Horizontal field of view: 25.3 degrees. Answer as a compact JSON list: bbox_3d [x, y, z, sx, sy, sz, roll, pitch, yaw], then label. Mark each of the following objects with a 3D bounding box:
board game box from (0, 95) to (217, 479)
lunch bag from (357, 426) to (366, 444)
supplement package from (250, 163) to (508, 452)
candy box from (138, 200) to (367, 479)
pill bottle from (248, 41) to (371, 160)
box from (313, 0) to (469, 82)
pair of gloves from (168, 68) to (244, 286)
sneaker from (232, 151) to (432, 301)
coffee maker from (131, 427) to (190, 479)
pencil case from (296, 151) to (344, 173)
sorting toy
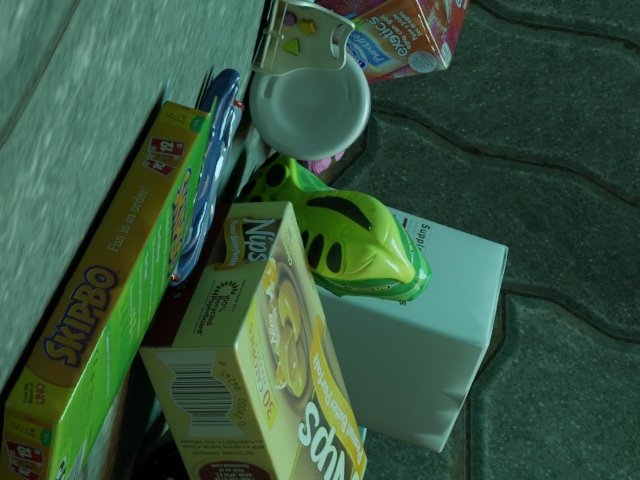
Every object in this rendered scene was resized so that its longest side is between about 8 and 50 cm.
[{"bbox_3d":[-0.114,0.034,0.791,0.124,0.039,0.259,108,4,-45],"label":"board game box"},{"bbox_3d":[-0.057,0.248,1.787,0.262,0.223,0.160,102,1,-61],"label":"lunch bag"},{"bbox_3d":[0.031,0.073,1.554,0.175,0.293,0.177,-69,178,-50],"label":"supplement package"},{"bbox_3d":[-0.047,0.145,1.215,0.183,0.088,0.316,-69,152,-48],"label":"candy box"},{"bbox_3d":[-0.006,-0.129,1.327,0.180,0.108,0.108,-61,169,-84],"label":"pill bottle"},{"bbox_3d":[0.089,-0.301,1.588,0.122,0.128,0.256,60,35,-36],"label":"box"},{"bbox_3d":[-0.088,-0.042,1.045,0.198,0.023,0.159,94,13,-87],"label":"pair of gloves"},{"bbox_3d":[0.000,0.000,1.341,0.109,0.123,0.295,-52,-150,-4],"label":"sneaker"},{"bbox_3d":[-0.095,0.230,1.420,0.178,0.120,0.171,-68,138,-67],"label":"coffee maker"},{"bbox_3d":[-0.009,-0.128,1.591,0.209,0.095,0.098,64,9,-85],"label":"pencil case"},{"bbox_3d":[-0.011,-0.175,1.204,0.045,0.075,0.083,-70,178,-45],"label":"sorting toy"}]
